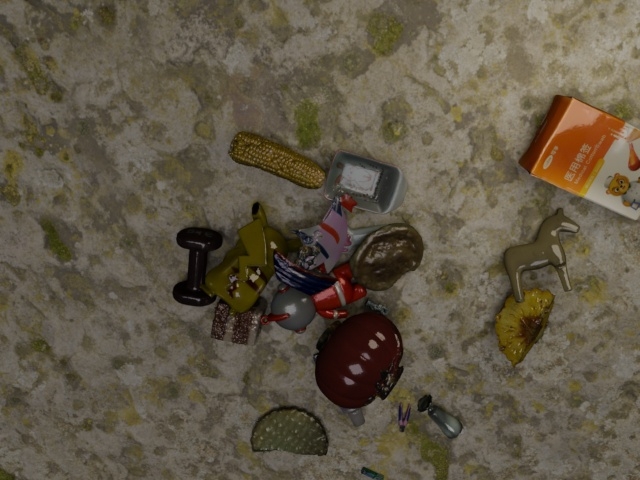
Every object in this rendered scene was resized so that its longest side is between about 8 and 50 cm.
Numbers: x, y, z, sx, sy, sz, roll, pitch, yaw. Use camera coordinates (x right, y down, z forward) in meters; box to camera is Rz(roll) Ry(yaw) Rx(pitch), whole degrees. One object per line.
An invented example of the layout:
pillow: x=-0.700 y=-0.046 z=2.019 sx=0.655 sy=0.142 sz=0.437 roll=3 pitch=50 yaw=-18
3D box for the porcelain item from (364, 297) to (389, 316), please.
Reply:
porcelain item: x=0.181 y=0.213 z=1.828 sx=0.083 sy=0.036 sz=0.028 roll=31 pitch=139 yaw=-2

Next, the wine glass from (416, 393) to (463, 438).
wine glass: x=0.397 y=0.585 z=1.923 sx=0.155 sy=0.072 sz=0.072 roll=43 pitch=106 yaw=-11

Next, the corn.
corn: x=-0.123 y=-0.225 z=1.663 sx=0.291 sy=0.101 sz=0.101 roll=24 pitch=108 yaw=-2

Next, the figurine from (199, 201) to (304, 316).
figurine: x=-0.203 y=0.056 z=1.698 sx=0.218 sy=0.169 sz=0.327 roll=45 pitch=66 yaw=-23

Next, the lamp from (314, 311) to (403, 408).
lamp: x=0.117 y=0.359 z=1.742 sx=0.257 sy=0.303 sz=0.303 roll=34 pitch=109 yaw=18

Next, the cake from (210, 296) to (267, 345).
cake: x=-0.251 y=0.244 z=1.810 sx=0.147 sy=0.134 sz=0.135 roll=17 pitch=111 yaw=4

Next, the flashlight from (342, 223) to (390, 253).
flashlight: x=0.131 y=-0.010 z=1.748 sx=0.200 sy=0.047 sz=0.093 roll=-5 pitch=109 yaw=6

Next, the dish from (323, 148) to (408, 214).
dish: x=0.136 y=-0.169 z=1.684 sx=0.234 sy=0.064 sz=0.154 roll=17 pitch=109 yaw=-1

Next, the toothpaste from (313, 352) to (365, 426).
toothpaste: x=0.075 y=0.487 z=1.918 sx=0.099 sy=0.068 sz=0.283 roll=-26 pitch=97 yaw=-20

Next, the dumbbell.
dumbbell: x=-0.376 y=0.080 z=1.766 sx=0.140 sy=0.124 sz=0.226 roll=8 pitch=109 yaw=1

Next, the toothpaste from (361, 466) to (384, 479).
toothpaste: x=0.184 y=0.827 z=2.043 sx=0.083 sy=0.017 sz=0.020 roll=26 pitch=108 yaw=-5

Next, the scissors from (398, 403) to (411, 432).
scissors: x=0.282 y=0.604 z=1.964 sx=0.039 sy=0.012 sz=0.114 roll=6 pitch=109 yaw=1

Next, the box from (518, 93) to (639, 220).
box: x=0.753 y=-0.231 z=1.588 sx=0.341 sy=0.143 sz=0.225 roll=23 pitch=108 yaw=-6

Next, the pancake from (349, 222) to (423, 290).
pancake: x=0.202 y=0.054 z=1.733 sx=0.236 sy=0.042 sz=0.223 roll=-21 pitch=125 yaw=-3

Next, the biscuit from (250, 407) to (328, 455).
biscuit: x=-0.105 y=0.655 z=1.991 sx=0.273 sy=0.036 sz=0.187 roll=5 pitch=109 yaw=2

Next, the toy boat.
toy boat: x=0.008 y=0.027 z=1.678 sx=0.318 sy=0.072 sz=0.219 roll=-42 pitch=117 yaw=-11

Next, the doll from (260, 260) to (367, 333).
doll: x=-0.027 y=0.182 z=1.772 sx=0.336 sy=0.105 sz=0.200 roll=-25 pitch=108 yaw=-8

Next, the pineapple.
pineapple: x=0.629 y=0.247 z=1.791 sx=0.139 sy=0.164 sz=0.250 roll=30 pitch=108 yaw=34

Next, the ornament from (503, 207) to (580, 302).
ornament: x=0.656 y=0.040 z=1.700 sx=0.230 sy=0.061 sz=0.245 roll=-16 pitch=73 yaw=22
